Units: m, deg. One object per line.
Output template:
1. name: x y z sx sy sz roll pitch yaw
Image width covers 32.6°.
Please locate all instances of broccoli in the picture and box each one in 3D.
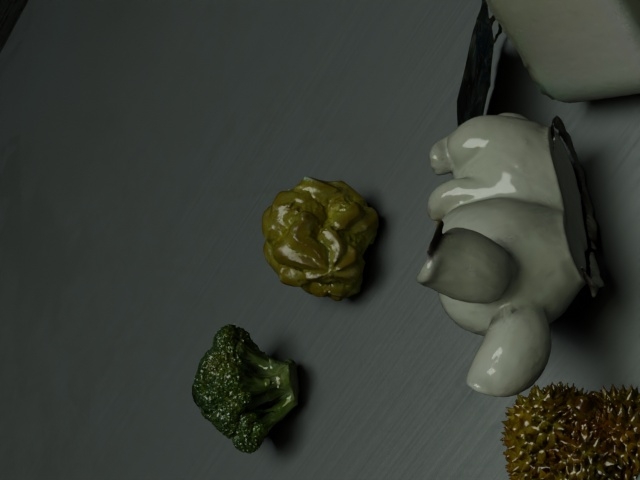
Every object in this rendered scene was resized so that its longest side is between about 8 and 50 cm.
1. broccoli: -0.098 0.194 1.400 0.137 0.146 0.162 -12 44 12

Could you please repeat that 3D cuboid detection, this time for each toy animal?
1. toy animal: 0.182 -0.004 1.075 0.154 0.208 0.325 -21 16 25

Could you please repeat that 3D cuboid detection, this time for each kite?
1. kite: 0.193 -0.237 1.256 0.015 0.169 0.310 10 68 18

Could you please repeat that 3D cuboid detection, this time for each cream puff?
1. cream puff: 0.001 0.001 1.365 0.156 0.121 0.156 -20 58 36

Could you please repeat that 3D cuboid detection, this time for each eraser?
1. eraser: 0.278 -0.295 1.102 0.150 0.331 0.331 0 75 48

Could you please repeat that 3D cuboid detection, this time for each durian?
1. durian: 0.244 0.197 0.976 0.158 0.168 0.137 3 40 23

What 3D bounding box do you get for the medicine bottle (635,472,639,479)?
1. medicine bottle: 0.366 0.059 0.882 0.110 0.110 0.352 32 89 51
